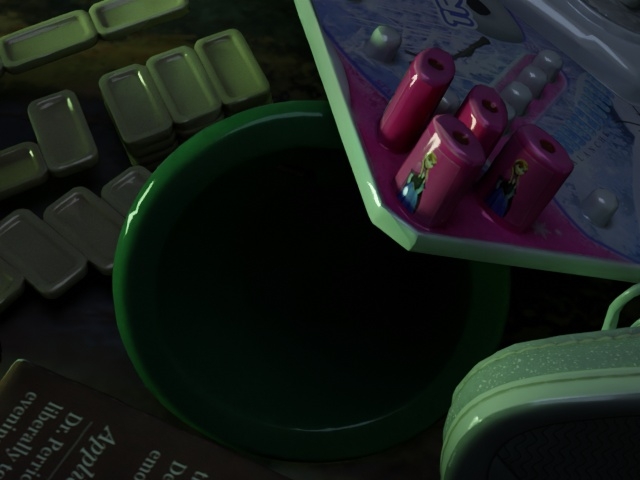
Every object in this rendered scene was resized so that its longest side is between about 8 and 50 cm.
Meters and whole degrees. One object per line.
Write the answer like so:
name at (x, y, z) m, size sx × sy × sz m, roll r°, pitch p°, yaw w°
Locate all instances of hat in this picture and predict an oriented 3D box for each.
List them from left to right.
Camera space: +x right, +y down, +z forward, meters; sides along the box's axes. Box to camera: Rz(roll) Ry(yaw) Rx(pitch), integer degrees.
hat at (0.000, 0.000, 0.644) m, size 0.208 × 0.173 × 0.183 m, roll 18°, pitch 15°, yaw -12°

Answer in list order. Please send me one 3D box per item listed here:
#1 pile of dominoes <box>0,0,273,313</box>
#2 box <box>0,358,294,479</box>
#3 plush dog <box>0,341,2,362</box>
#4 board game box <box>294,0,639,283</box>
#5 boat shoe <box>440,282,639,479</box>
pile of dominoes at (-0.147, -0.042, 0.697) m, size 0.251 × 0.040 × 0.196 m, roll -22°, pitch 55°, yaw -10°
box at (-0.055, 0.180, 0.415) m, size 0.203 × 0.167 × 0.168 m, roll 23°, pitch 52°, yaw 15°
plush dog at (-0.232, 0.092, 0.479) m, size 0.225 × 0.262 × 0.210 m, roll 7°, pitch 12°, yaw -11°
board game box at (0.159, -0.135, 0.670) m, size 0.390 × 0.050 × 0.390 m, roll 8°, pitch 46°, yaw -28°
boat shoe at (0.190, 0.078, 0.536) m, size 0.320 × 0.118 × 0.103 m, roll 0°, pitch 35°, yaw -20°
